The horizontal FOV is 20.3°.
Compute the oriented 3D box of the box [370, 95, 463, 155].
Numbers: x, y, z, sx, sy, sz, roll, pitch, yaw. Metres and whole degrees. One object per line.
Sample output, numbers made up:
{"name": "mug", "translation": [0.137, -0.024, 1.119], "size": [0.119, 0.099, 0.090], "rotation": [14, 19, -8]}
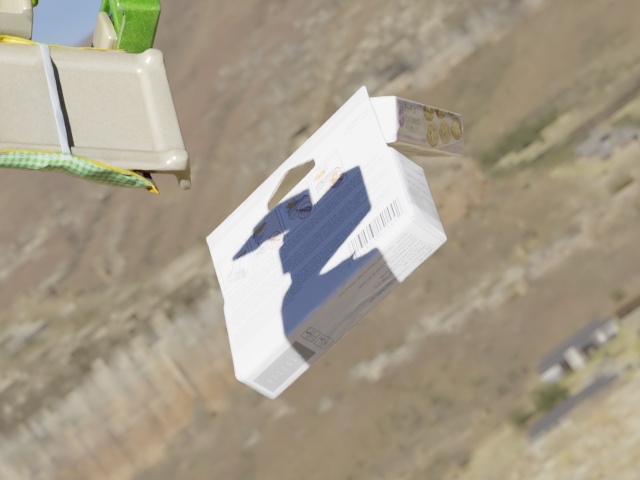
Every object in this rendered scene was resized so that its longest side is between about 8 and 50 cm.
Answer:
{"name": "box", "translation": [0.130, -0.159, 2.552], "size": [0.063, 0.067, 0.324], "rotation": [-3, -3, 21]}

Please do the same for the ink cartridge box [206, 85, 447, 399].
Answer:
{"name": "ink cartridge box", "translation": [0.000, 0.000, 2.108], "size": [0.296, 0.066, 0.261], "rotation": [-43, 35, 21]}

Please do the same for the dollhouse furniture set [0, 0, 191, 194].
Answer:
{"name": "dollhouse furniture set", "translation": [-0.236, -0.113, 1.547], "size": [0.302, 0.197, 0.151], "rotation": [-107, 28, -43]}
